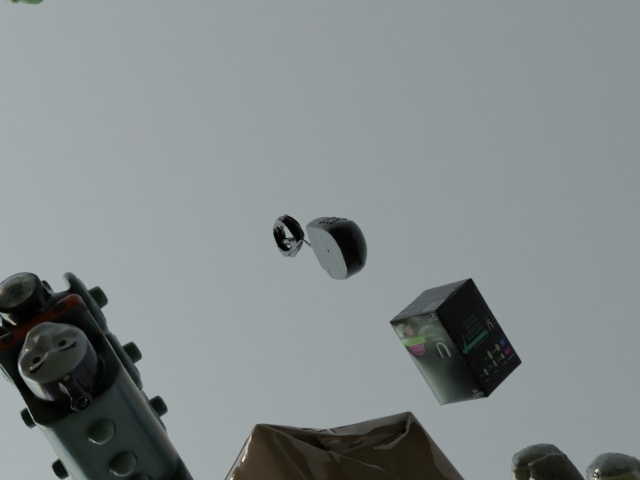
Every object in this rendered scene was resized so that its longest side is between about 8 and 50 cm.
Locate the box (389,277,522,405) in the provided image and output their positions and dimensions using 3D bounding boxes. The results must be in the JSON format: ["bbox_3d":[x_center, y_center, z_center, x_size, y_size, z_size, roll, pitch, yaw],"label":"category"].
[{"bbox_3d":[0.109,0.082,1.089,0.062,0.052,0.083,-18,-73,53],"label":"box"}]

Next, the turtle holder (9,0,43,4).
[{"bbox_3d":[-0.186,-0.276,0.908,0.320,0.243,0.227,-37,-82,25],"label":"turtle holder"}]

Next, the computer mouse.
[{"bbox_3d":[0.000,0.000,1.571,0.242,0.041,0.071,14,-52,67],"label":"computer mouse"}]

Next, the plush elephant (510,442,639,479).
[{"bbox_3d":[0.277,0.419,1.527,0.330,0.255,0.272,58,-16,-10],"label":"plush elephant"}]

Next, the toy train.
[{"bbox_3d":[-0.222,0.179,1.368,0.142,0.334,0.190,-32,-138,-12],"label":"toy train"}]

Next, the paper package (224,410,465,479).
[{"bbox_3d":[0.016,0.345,1.031,0.309,0.168,0.325,51,-55,36],"label":"paper package"}]
